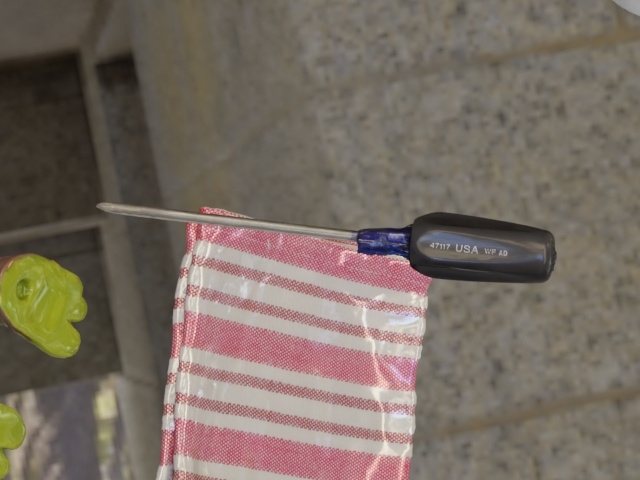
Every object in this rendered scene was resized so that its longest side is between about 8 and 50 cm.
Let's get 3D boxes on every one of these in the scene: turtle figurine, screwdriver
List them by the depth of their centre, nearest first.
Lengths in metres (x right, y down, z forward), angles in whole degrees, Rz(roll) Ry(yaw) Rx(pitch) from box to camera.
[{"bbox_3d":[0.000,0.000,0.596,0.170,0.025,0.024,2,-151,14],"label":"screwdriver"},{"bbox_3d":[-0.218,0.041,0.792,0.217,0.087,0.269,1,-140,36],"label":"turtle figurine"}]

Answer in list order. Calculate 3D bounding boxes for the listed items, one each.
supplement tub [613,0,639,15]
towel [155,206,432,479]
[{"bbox_3d":[0.267,-0.309,0.983,0.235,0.324,0.235,-4,-151,2],"label":"supplement tub"},{"bbox_3d":[-0.011,0.090,0.827,0.144,0.197,0.029,12,167,-31],"label":"towel"}]
